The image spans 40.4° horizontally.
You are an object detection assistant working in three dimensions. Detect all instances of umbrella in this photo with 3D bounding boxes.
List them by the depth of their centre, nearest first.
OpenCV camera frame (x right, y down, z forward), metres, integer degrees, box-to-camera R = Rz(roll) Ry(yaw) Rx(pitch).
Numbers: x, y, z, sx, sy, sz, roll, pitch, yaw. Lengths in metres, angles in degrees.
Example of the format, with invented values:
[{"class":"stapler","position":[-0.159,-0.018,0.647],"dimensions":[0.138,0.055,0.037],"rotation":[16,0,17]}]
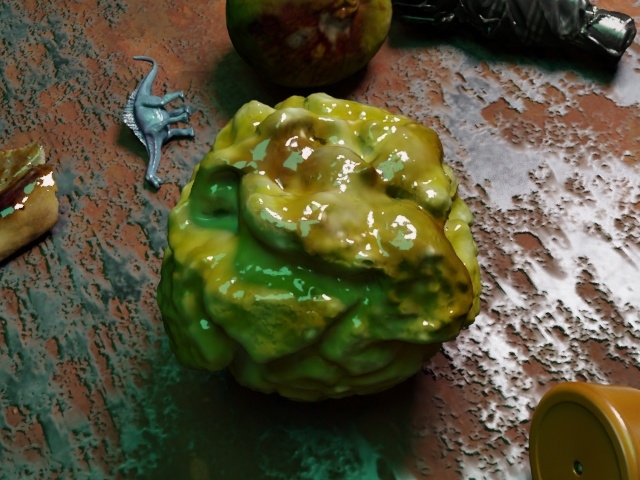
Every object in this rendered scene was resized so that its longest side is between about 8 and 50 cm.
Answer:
[{"class":"umbrella","position":[0.211,-0.307,1.033],"dimensions":[0.337,0.128,0.154],"rotation":[18,75,14]}]

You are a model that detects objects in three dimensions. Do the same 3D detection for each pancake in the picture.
[{"class":"pancake","position":[-0.404,-0.025,0.969],"dimensions":[0.212,0.056,0.257],"rotation":[14,58,18]}]

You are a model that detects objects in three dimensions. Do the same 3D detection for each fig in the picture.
[{"class":"fig","position":[-0.023,-0.265,1.011],"dimensions":[0.191,0.181,0.181],"rotation":[11,55,43]}]

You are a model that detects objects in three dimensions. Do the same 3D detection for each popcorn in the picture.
[{"class":"popcorn","position":[-0.004,-0.002,0.758],"dimensions":[0.282,0.247,0.282],"rotation":[18,46,-20]}]

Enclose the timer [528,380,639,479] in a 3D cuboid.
[{"class":"timer","position":[0.265,0.172,0.692],"dimensions":[0.152,0.132,0.132],"rotation":[-2,51,-22]}]

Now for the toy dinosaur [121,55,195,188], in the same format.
[{"class":"toy dinosaur","position":[-0.194,-0.147,1.028],"dimensions":[0.080,0.045,0.197],"rotation":[-14,63,3]}]
